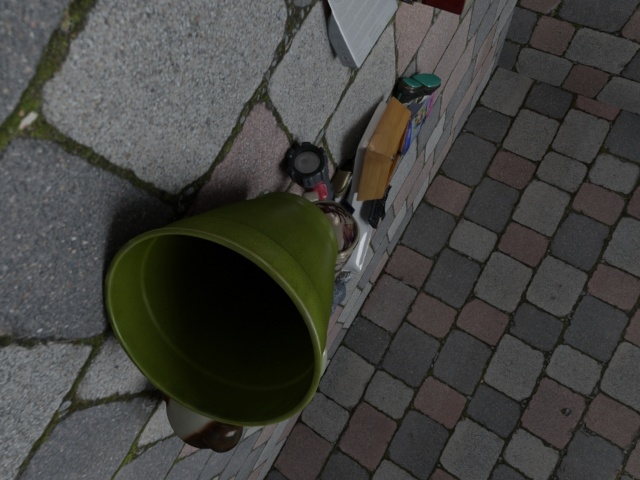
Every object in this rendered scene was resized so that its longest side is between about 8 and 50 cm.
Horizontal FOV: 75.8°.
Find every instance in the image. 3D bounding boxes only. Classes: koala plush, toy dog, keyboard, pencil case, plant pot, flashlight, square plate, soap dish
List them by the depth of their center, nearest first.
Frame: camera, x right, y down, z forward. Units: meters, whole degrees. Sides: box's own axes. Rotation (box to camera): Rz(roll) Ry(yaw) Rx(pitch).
[{"bbox_3d":[-0.122,0.072,0.774,0.353,0.366,0.367,-56,167,-58],"label":"plant pot"},{"bbox_3d":[-0.179,0.330,1.018,0.408,0.284,0.395,-37,167,-39],"label":"toy dog"},{"bbox_3d":[-0.017,-0.144,1.093,0.304,0.103,0.103,73,10,-72],"label":"flashlight"},{"bbox_3d":[-0.022,0.042,1.131,0.159,0.184,0.410,-7,156,-17],"label":"pencil case"},{"bbox_3d":[0.203,-0.296,1.360,0.229,0.118,0.291,94,18,-53],"label":"soap dish"},{"bbox_3d":[0.015,0.183,1.434,0.221,0.203,0.196,1,118,-55],"label":"koala plush"},{"bbox_3d":[0.138,-0.043,1.645,0.347,0.049,0.344,19,85,-68],"label":"square plate"},{"bbox_3d":[0.272,-0.202,1.771,0.201,0.033,0.317,33,72,-69],"label":"keyboard"}]

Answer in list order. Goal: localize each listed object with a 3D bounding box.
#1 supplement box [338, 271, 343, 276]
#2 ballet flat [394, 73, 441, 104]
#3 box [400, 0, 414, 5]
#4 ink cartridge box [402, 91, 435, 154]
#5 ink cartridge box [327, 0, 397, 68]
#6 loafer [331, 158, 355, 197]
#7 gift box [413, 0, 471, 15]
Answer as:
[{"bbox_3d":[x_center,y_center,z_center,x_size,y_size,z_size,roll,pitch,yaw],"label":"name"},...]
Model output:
[{"bbox_3d":[0.046,0.170,1.789,0.234,0.078,0.080,-64,162,6],"label":"supplement box"},{"bbox_3d":[0.348,-0.556,1.517,0.280,0.095,0.096,-28,154,-44],"label":"ballet flat"},{"bbox_3d":[0.256,-0.703,1.061,0.169,0.054,0.059,-61,163,-4],"label":"box"},{"bbox_3d":[0.391,-0.503,1.758,0.311,0.065,0.186,-55,162,-14],"label":"ink cartridge box"},{"bbox_3d":[0.070,-0.518,0.860,0.189,0.066,0.232,-58,142,-9],"label":"ink cartridge box"},{"bbox_3d":[0.069,-0.204,1.314,0.050,0.056,0.148,73,38,-66],"label":"loafer"},{"bbox_3d":[0.293,-0.664,0.874,0.258,0.276,0.255,-56,167,-21],"label":"gift box"}]
